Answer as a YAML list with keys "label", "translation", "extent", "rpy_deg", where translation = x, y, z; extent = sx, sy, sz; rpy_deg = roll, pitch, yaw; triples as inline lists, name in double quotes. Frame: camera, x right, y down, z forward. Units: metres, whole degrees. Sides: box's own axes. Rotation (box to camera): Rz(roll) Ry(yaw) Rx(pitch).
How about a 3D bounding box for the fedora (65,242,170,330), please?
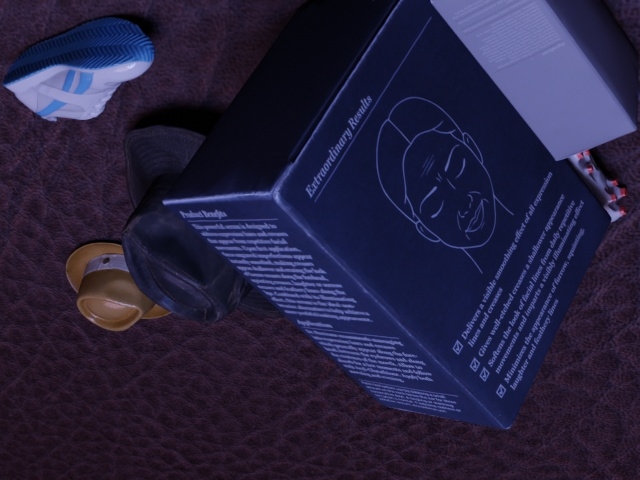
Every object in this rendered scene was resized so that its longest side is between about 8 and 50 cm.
- label: "fedora"
  translation: [-0.320, 0.087, 1.573]
  extent: [0.194, 0.079, 0.194]
  rpy_deg: [10, 139, 9]

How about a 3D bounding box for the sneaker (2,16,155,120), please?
- label: "sneaker"
  translation: [-0.283, -0.206, 1.235]
  extent: [0.228, 0.087, 0.092]
  rpy_deg: [-6, 142, 35]

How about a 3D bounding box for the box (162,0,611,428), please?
- label: "box"
  translation: [0.086, -0.032, 1.087]
  extent: [0.395, 0.294, 0.212]
  rpy_deg: [46, 154, -28]

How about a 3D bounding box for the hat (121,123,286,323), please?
- label: "hat"
  translation: [-0.179, 0.014, 1.319]
  extent: [0.331, 0.134, 0.331]
  rpy_deg: [29, 146, 22]

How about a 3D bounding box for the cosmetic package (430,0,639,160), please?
- label: "cosmetic package"
  translation: [0.223, -0.210, 1.006]
  extent: [0.107, 0.127, 0.238]
  rpy_deg: [-19, 126, 35]

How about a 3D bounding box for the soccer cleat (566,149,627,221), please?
- label: "soccer cleat"
  translation: [0.291, -0.083, 1.172]
  extent: [0.076, 0.068, 0.196]
  rpy_deg: [-14, 134, 36]
